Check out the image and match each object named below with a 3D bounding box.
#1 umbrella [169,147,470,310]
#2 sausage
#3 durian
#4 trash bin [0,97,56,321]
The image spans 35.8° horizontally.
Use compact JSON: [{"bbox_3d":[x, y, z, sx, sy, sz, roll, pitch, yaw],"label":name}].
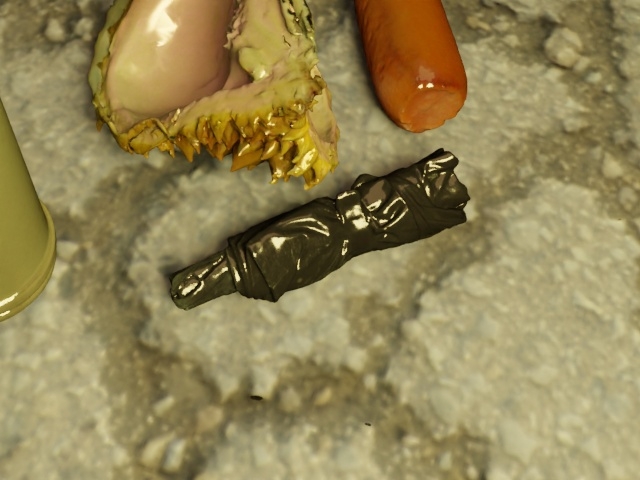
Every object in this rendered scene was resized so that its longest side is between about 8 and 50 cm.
[{"bbox_3d":[0.000,0.000,0.738,0.235,0.059,0.066,-23,105,-13],"label":"umbrella"},{"bbox_3d":[0.071,-0.180,0.840,0.076,0.076,0.198,-6,58,-7],"label":"sausage"},{"bbox_3d":[-0.093,-0.147,0.774,0.195,0.185,0.305,-21,56,7],"label":"durian"},{"bbox_3d":[-0.294,-0.087,0.663,0.243,0.247,0.121,40,63,20],"label":"trash bin"}]
